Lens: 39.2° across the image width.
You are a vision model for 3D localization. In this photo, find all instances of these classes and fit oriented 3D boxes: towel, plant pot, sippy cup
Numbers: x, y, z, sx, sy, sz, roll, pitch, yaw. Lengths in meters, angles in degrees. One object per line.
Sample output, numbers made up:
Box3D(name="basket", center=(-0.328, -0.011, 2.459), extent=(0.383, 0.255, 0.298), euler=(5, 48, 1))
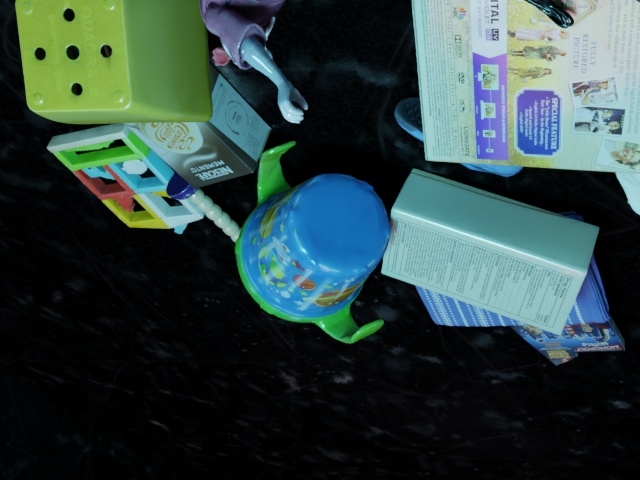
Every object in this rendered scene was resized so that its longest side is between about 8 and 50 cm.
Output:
Box3D(name="towel", center=(0.315, 0.057, 1.569), extent=(0.336, 0.040, 0.243), euler=(-4, 129, 33))
Box3D(name="plant pot", center=(-0.279, -0.250, 1.176), extent=(0.212, 0.187, 0.212), euler=(1, 104, 15))
Box3D(name="sippy cup", center=(0.000, 0.000, 1.452), extent=(0.306, 0.240, 0.224), euler=(31, 157, -7))

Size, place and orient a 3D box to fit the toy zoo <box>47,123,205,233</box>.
Box3D(name="toy zoo", center=(-0.345, -0.102, 1.685), extent=(0.192, 0.030, 0.293), euler=(-5, 141, 32))

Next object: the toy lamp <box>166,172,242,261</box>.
Box3D(name="toy lamp", center=(-0.174, -0.027, 1.678), extent=(0.080, 0.080, 0.274), euler=(-11, 137, 37))

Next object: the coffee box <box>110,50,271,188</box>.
Box3D(name="coffee box", center=(-0.213, -0.202, 1.403), extent=(0.141, 0.098, 0.246), euler=(-11, 138, 38))

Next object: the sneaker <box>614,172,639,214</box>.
Box3D(name="sneaker", center=(0.522, -0.046, 1.275), extent=(0.290, 0.106, 0.123), euler=(46, 176, -11))

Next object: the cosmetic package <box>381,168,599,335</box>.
Box3D(name="cosmetic package", center=(0.265, 0.017, 1.439), extent=(0.310, 0.113, 0.160), euler=(19, 138, 12))

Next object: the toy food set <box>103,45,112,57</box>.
Box3D(name="toy food set", center=(-0.284, -0.311, 1.311), extent=(0.122, 0.077, 0.019), euler=(-19, 179, 35))

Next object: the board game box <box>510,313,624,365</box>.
Box3D(name="board game box", center=(0.460, 0.162, 1.682), extent=(0.194, 0.060, 0.194), euler=(-6, 142, 33))

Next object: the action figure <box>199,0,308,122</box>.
Box3D(name="action figure", center=(-0.078, -0.319, 1.023), extent=(0.276, 0.248, 0.370), euler=(26, 144, -12))

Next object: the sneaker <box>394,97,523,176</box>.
Box3D(name="sneaker", center=(0.201, -0.143, 1.327), extent=(0.209, 0.069, 0.082), euler=(19, 152, -4))

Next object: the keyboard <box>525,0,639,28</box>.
Box3D(name="keyboard", center=(0.257, -0.328, 0.964), extent=(0.317, 0.033, 0.201), euler=(31, 132, -2))

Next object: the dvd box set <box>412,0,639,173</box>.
Box3D(name="dvd box set", center=(0.327, -0.222, 1.094), extent=(0.421, 0.062, 0.307), euler=(5, 133, 19))
